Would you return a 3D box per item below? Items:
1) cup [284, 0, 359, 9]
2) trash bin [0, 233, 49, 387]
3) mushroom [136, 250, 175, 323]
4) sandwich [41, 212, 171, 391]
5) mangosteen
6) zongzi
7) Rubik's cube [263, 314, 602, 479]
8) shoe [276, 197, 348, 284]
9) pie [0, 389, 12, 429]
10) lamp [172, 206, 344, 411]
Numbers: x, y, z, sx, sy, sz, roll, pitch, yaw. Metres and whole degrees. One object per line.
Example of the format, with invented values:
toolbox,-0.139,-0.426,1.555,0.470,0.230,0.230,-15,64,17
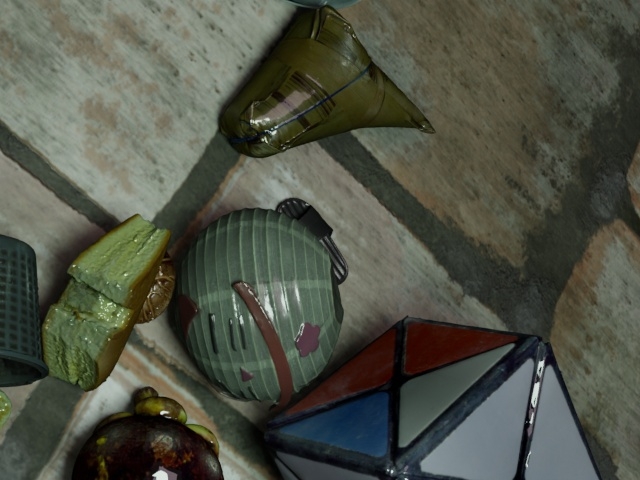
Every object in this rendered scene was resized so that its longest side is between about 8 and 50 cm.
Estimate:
cup,0.008,-0.521,1.639,0.205,0.205,0.312,27,68,-29
trash bin,-0.402,0.078,1.317,0.175,0.175,0.161,13,68,-33
mushroom,-0.249,0.049,1.459,0.126,0.085,0.109,35,104,10
sandwich,-0.272,0.082,1.376,0.090,0.088,0.244,29,97,13
mangosteen,-0.216,0.280,1.416,0.192,0.192,0.217,26,47,-30
zongzi,0.018,-0.170,1.658,0.289,0.123,0.260,45,67,-27
Rubik's cube,0.157,0.309,1.479,0.307,0.305,0.310,-34,110,-31
shoe,0.000,0.000,1.665,0.062,0.053,0.159,-45,112,-26
pie,-0.419,0.210,1.354,0.085,0.017,0.085,-14,120,-26
lamp,-0.087,0.091,1.494,0.233,0.233,0.265,-37,124,-32
